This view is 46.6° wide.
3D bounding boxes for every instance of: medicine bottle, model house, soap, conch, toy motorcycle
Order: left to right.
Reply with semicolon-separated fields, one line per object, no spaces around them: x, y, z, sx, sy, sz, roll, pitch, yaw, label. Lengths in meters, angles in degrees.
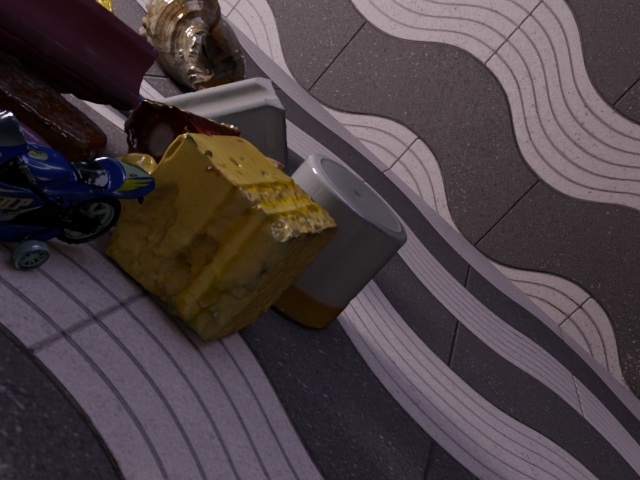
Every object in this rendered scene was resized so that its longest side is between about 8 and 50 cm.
-0.451;-0.335;1.134;0.232;0.128;0.359;18;-7;29;soap
-0.327;-0.062;0.847;0.113;0.169;0.315;55;23;23;toy motorcycle
-0.230;-0.150;1.341;0.254;0.160;0.196;46;16;21;model house
-0.330;-0.495;1.936;0.297;0.209;0.353;28;55;-45;conch
-0.224;-0.218;1.731;0.302;0.258;0.159;-15;44;-16;soap
0.000;0.000;1.350;0.238;0.232;0.238;39;16;-14;medicine bottle

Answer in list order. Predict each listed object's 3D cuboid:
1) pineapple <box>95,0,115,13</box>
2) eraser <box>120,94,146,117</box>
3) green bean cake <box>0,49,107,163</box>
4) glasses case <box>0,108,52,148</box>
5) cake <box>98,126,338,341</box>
-0.548;-0.547;1.796;0.116;0.069;0.137;48;25;0;pineapple
-0.436;-0.321;1.504;0.225;0.036;0.082;38;17;-14;eraser
-0.427;-0.168;1.031;0.232;0.097;0.198;40;14;-8;green bean cake
-0.464;-0.152;0.870;0.316;0.076;0.123;30;-25;-36;glasses case
-0.162;-0.032;1.074;0.286;0.222;0.227;45;15;11;cake
